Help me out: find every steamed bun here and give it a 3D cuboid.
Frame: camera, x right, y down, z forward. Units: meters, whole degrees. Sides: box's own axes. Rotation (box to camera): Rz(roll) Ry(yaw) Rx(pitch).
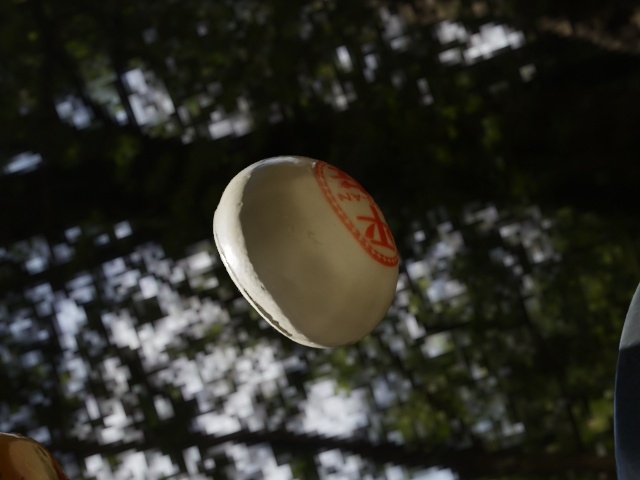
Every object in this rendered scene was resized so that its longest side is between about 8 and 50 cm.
[{"bbox_3d":[0.000,0.000,2.118,0.232,0.145,0.232,40,-155,-23],"label":"steamed bun"}]

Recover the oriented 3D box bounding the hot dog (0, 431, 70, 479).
[{"bbox_3d":[-0.224,0.325,1.621,0.349,0.117,0.158,62,173,25],"label":"hot dog"}]

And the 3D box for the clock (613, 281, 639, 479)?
[{"bbox_3d":[0.351,0.163,1.462,0.386,0.076,0.386,13,-108,-49],"label":"clock"}]
